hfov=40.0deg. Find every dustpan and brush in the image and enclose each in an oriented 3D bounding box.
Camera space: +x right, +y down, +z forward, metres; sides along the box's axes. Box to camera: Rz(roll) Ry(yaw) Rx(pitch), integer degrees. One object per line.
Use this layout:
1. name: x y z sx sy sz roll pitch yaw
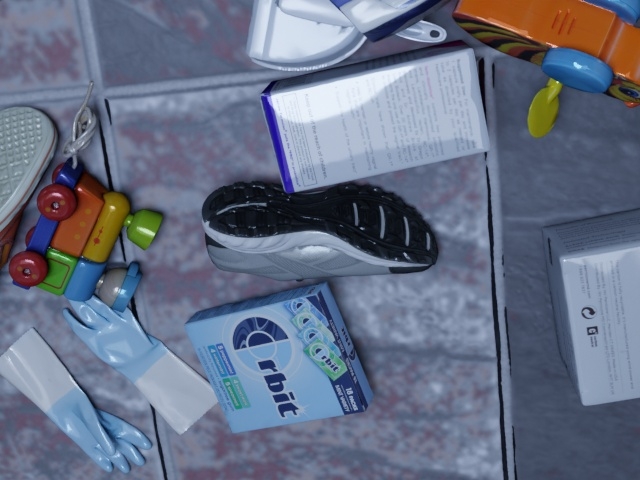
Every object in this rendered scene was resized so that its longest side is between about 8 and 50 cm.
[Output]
1. dustpan and brush: 0.029 -0.241 0.937 0.211 0.060 0.147 12 107 0

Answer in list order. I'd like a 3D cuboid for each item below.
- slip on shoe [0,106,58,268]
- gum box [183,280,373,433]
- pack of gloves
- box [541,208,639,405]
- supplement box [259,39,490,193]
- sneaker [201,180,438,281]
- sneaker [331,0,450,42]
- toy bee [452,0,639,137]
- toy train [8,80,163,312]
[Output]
1. slip on shoe: -0.408 -0.010 1.025 0.123 0.101 0.331 33 94 19
2. gum box: -0.051 0.143 1.047 0.184 0.041 0.157 -15 106 26
3. pack of gloves: -0.271 0.184 1.097 0.195 0.046 0.232 -41 100 15
4. box: 0.357 0.067 0.979 0.182 0.119 0.181 -11 106 8
5. supplement box: 0.060 -0.136 0.941 0.220 0.111 0.113 -12 106 8
6. sneaker: 0.000 0.000 1.007 0.272 0.100 0.108 6 141 -5
7. sneaker: 0.117 -0.340 0.814 0.315 0.127 0.182 -37 91 7
8. toy bee: 0.284 -0.181 0.903 0.195 0.162 0.298 -47 69 7
9. toy train: -0.243 -0.040 1.002 0.143 0.105 0.248 24 107 -14
